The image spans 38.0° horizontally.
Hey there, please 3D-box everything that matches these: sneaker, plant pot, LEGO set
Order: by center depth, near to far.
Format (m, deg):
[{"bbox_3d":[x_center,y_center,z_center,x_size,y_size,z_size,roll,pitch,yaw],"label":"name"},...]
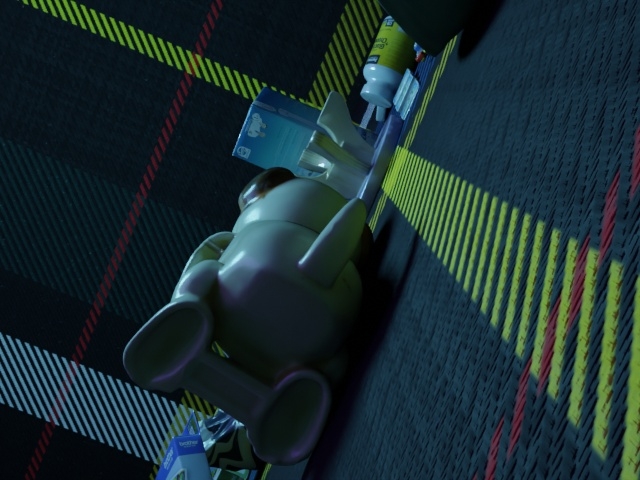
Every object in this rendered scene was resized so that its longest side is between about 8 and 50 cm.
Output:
[{"bbox_3d":[0.158,-0.451,1.382,0.196,0.293,0.293,-38,15,19],"label":"plant pot"},{"bbox_3d":[-0.131,0.363,1.776,0.235,0.094,0.153,-39,-40,0],"label":"sneaker"},{"bbox_3d":[0.190,-0.375,1.852,0.182,0.060,0.244,-90,23,-70],"label":"LEGO set"}]

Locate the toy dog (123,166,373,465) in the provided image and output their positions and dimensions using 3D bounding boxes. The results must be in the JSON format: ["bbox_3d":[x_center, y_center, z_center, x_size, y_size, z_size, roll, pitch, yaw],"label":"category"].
[{"bbox_3d":[-0.065,0.044,1.364,0.408,0.284,0.395,-71,6,-64],"label":"toy dog"}]

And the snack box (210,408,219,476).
[{"bbox_3d":[-0.204,0.431,2.206,0.174,0.070,0.207,-39,-21,-57],"label":"snack box"}]

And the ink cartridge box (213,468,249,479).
[{"bbox_3d":[-0.185,0.486,1.997,0.209,0.062,0.109,-72,6,-46],"label":"ink cartridge box"}]

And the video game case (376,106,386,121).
[{"bbox_3d":[0.164,-0.425,2.242,0.227,0.026,0.206,-73,-11,-58],"label":"video game case"}]

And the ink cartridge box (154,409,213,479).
[{"bbox_3d":[-0.230,0.477,1.624,0.186,0.065,0.311,116,145,-42],"label":"ink cartridge box"}]

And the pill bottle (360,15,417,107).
[{"bbox_3d":[0.155,-0.389,2.035,0.103,0.103,0.184,138,154,-81],"label":"pill bottle"}]

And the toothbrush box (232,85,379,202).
[{"bbox_3d":[-0.024,-0.211,2.054,0.216,0.295,0.126,-81,13,-70],"label":"toothbrush box"}]

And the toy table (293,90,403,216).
[{"bbox_3d":[0.040,-0.145,1.828,0.252,0.161,0.274,125,168,-71],"label":"toy table"}]

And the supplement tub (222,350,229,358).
[{"bbox_3d":[-0.116,0.148,2.024,0.316,0.193,0.194,-83,16,-77],"label":"supplement tub"}]
